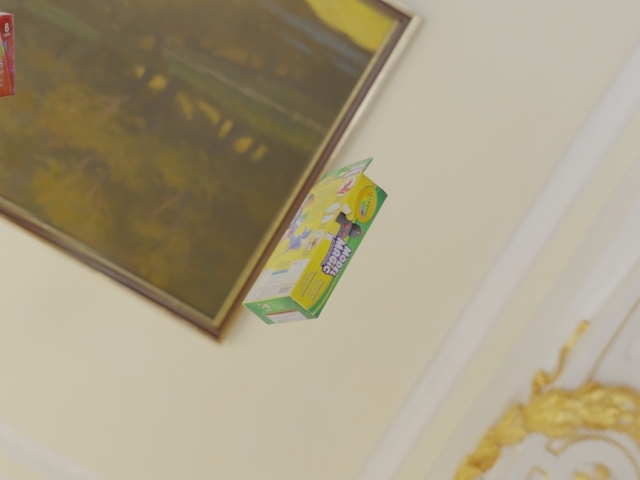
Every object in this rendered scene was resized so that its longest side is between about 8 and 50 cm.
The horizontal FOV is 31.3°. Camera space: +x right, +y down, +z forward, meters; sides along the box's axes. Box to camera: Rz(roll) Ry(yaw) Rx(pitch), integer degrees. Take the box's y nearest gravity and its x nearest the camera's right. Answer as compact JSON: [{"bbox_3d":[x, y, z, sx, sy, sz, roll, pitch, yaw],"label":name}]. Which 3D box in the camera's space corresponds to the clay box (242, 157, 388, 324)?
[{"bbox_3d":[0.000,0.000,1.445,0.053,0.222,0.127,41,155,-20],"label":"clay box"}]

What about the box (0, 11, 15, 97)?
[{"bbox_3d":[-0.592,-0.289,1.707,0.257,0.128,0.122,13,-159,23],"label":"box"}]
